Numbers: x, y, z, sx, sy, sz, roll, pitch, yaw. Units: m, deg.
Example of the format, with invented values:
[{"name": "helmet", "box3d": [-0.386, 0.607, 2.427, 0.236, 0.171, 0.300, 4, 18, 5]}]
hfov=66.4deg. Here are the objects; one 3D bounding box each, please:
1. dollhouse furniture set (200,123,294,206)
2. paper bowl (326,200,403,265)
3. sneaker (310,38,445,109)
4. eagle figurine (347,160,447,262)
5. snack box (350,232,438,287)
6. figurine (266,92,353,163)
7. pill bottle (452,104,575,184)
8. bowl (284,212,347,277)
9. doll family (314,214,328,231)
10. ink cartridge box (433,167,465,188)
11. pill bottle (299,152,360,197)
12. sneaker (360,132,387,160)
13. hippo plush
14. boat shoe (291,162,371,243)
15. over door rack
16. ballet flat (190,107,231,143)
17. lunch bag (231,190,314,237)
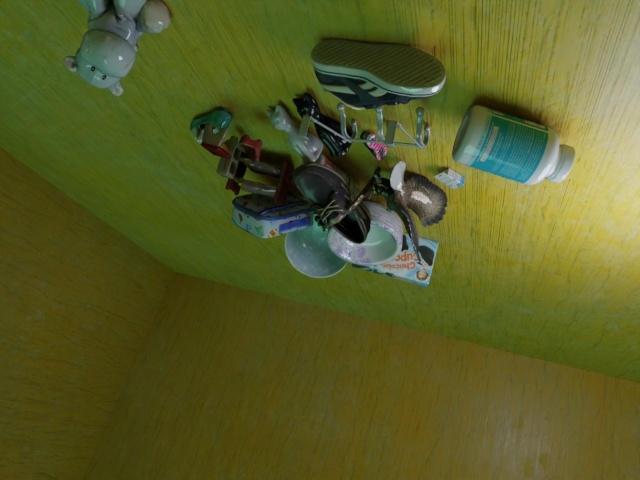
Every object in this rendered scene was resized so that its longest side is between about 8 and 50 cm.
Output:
[{"name": "dollhouse furniture set", "box3d": [-0.240, -0.237, 1.632, 0.201, 0.152, 0.374, 15, 176, 13]}, {"name": "paper bowl", "box3d": [0.172, -0.041, 1.858, 0.284, 0.148, 0.284, 8, 144, 6]}, {"name": "sneaker", "box3d": [0.136, -0.374, 1.134, 0.321, 0.126, 0.127, 22, 158, 24]}, {"name": "eagle figurine", "box3d": [0.274, -0.109, 1.577, 0.298, 0.226, 0.225, 36, -165, -1]}, {"name": "snack box", "box3d": [0.301, 0.057, 1.996, 0.321, 0.187, 0.060, 15, 159, 9]}, {"name": "figurine", "box3d": [-0.042, -0.338, 1.455, 0.214, 0.092, 0.209, -4, 142, 47]}, {"name": "pill bottle", "box3d": [0.469, -0.223, 1.190, 0.264, 0.146, 0.146, 19, 160, 2]}, {"name": "bowl", "box3d": [0.000, 0.000, 2.115, 0.289, 0.290, 0.156, 18, -157, 3]}, {"name": "doll family", "box3d": [0.028, -0.109, 1.939, 0.111, 0.076, 0.193, 13, 117, 5]}, {"name": "ink cartridge box", "box3d": [0.395, -0.194, 1.500, 0.083, 0.028, 0.048, 27, 158, -21]}, {"name": "pill bottle", "box3d": [0.033, -0.197, 1.675, 0.216, 0.121, 0.121, 34, 155, -35]}, {"name": "sneaker", "box3d": [0.157, -0.285, 1.469, 0.057, 0.047, 0.119, 31, 171, 42]}, {"name": "hippo plush", "box3d": [-0.546, -0.513, 1.206, 0.294, 0.237, 0.234, -5, 149, 47]}, {"name": "boat shoe", "box3d": [0.051, -0.114, 1.575, 0.132, 0.130, 0.355, -35, 127, 27]}, {"name": "over door rack", "box3d": [0.128, -0.293, 1.234, 0.239, 0.108, 0.324, 10, -167, 25]}, {"name": "ballet flat", "box3d": [-0.385, -0.372, 1.642, 0.083, 0.087, 0.247, 32, 156, -32]}, {"name": "lunch bag", "box3d": [-0.171, -0.106, 1.873, 0.243, 0.115, 0.303, 24, -151, 35]}]
